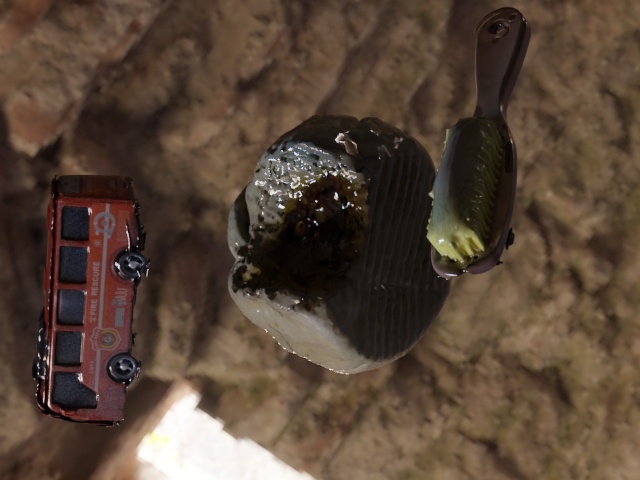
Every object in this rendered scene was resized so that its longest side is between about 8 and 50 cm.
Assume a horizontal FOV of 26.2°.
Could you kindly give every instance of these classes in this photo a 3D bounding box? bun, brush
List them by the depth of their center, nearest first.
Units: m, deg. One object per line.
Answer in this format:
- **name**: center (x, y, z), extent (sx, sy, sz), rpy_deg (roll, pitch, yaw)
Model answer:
- **brush**: center (0.141, -0.106, 1.207), extent (0.067, 0.072, 0.312), rpy_deg (58, -143, -44)
- **bun**: center (0.010, 0.000, 1.459), extent (0.282, 0.205, 0.281), rpy_deg (-10, -77, -47)

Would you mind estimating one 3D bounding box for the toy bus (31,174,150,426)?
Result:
- **toy bus**: center (-0.205, 0.056, 1.235), extent (0.073, 0.096, 0.234), rpy_deg (-109, 27, -64)
